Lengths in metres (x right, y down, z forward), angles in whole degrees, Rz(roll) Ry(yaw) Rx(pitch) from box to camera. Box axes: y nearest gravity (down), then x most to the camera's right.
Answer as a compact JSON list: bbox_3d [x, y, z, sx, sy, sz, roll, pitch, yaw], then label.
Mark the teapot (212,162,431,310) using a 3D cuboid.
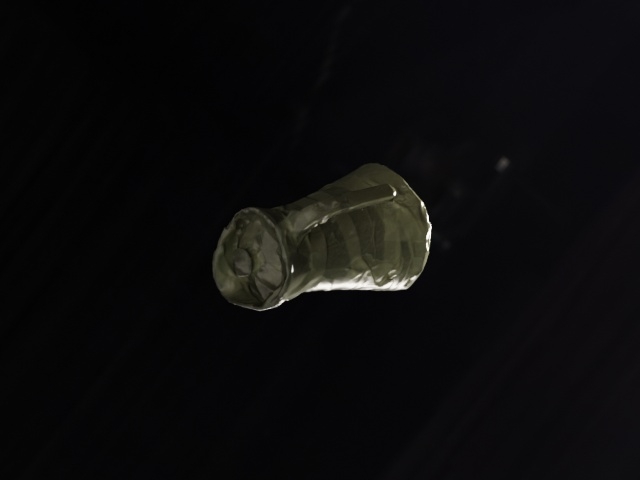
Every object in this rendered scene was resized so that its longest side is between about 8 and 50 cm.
[{"bbox_3d":[0.000,0.000,0.803,0.083,0.067,0.057,-16,67,-34],"label":"teapot"}]
